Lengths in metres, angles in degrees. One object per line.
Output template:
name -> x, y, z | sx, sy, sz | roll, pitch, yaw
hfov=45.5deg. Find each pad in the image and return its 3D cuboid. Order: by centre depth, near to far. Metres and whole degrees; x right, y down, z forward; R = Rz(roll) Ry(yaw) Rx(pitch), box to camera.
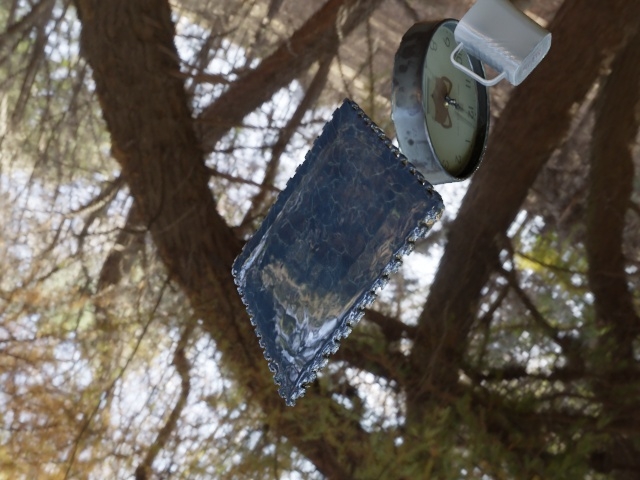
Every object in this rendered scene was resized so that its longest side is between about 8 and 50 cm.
pad -> 0.000, 0.000, 0.824 | 0.012, 0.269, 0.269 | 24, -161, -32

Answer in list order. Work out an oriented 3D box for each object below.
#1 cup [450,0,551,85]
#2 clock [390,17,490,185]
cup -> 0.277, -0.311, 1.214 | 0.129, 0.128, 0.095 | 43, -177, 18
clock -> 0.241, -0.269, 1.488 | 0.067, 0.325, 0.325 | 1, -176, 35
